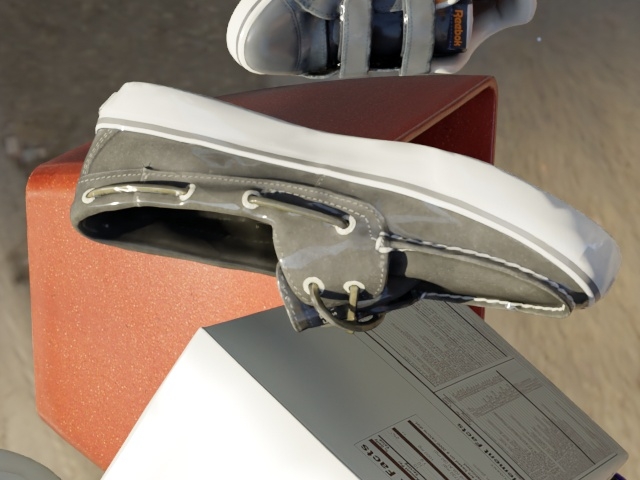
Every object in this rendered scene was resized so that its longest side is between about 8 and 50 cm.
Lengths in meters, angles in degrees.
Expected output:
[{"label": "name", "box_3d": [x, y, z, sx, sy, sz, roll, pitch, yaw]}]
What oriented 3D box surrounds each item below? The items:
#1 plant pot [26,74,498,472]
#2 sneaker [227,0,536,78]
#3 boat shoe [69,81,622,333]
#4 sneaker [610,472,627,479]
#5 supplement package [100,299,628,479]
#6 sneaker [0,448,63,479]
[{"label": "plant pot", "box_3d": [-0.045, 0.033, 1.062, 0.236, 0.267, 0.267, 10, 113, 23]}, {"label": "sneaker", "box_3d": [0.070, -0.229, 1.612, 0.321, 0.127, 0.126, -23, 139, -21]}, {"label": "boat shoe", "box_3d": [0.000, 0.000, 0.635, 0.228, 0.080, 0.076, 18, 71, 19]}, {"label": "sneaker", "box_3d": [0.305, 0.286, 1.781, 0.071, 0.068, 0.170, -8, 130, 4]}, {"label": "supplement package", "box_3d": [0.002, 0.140, 0.752, 0.149, 0.203, 0.194, 42, 114, 19]}, {"label": "sneaker", "box_3d": [-0.108, 0.105, 0.456, 0.090, 0.095, 0.235, 51, 140, 5]}]
